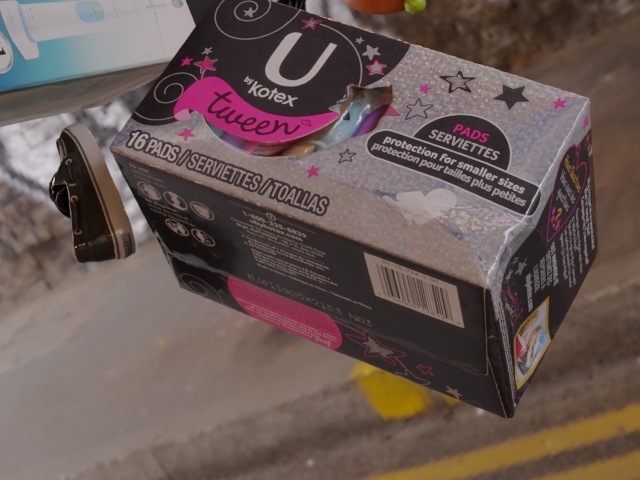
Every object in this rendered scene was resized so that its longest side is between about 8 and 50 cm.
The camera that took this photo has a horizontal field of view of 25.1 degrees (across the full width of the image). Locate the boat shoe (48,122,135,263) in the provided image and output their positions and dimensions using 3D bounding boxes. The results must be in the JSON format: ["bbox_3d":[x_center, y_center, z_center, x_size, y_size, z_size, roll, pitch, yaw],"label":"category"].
[{"bbox_3d":[-0.161,-0.034,0.964,0.040,0.049,0.142,-16,39,-14],"label":"boat shoe"}]

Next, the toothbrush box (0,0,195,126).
[{"bbox_3d":[-0.244,-0.203,1.082,0.126,0.216,0.295,-21,3,31],"label":"toothbrush box"}]

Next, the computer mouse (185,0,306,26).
[{"bbox_3d":[-0.109,-0.284,1.638,0.272,0.188,0.072,-7,16,-38],"label":"computer mouse"}]

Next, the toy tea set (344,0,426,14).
[{"bbox_3d":[0.022,-0.331,1.325,0.200,0.124,0.336,5,58,13],"label":"toy tea set"}]

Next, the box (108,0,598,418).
[{"bbox_3d":[0.028,-0.027,0.867,0.247,0.163,0.142,20,63,23],"label":"box"}]
